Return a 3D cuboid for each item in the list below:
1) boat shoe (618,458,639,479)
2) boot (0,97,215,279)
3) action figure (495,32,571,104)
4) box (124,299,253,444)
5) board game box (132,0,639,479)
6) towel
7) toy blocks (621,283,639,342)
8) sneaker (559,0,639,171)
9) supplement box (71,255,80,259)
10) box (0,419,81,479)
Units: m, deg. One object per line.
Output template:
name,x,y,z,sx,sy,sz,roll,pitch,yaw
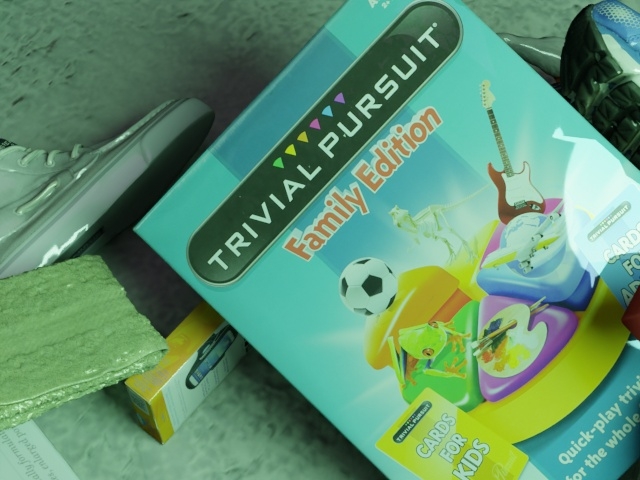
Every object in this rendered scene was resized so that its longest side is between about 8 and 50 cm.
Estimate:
boat shoe,0.202,0.194,0.858,0.046,0.038,0.125,-15,42,42
boot,-0.208,-0.049,0.963,0.123,0.095,0.258,41,69,9
action figure,0.299,-0.057,0.929,0.330,0.178,0.341,-10,59,6
box,-0.082,0.077,0.904,0.028,0.081,0.136,33,65,18
board game box,0.086,0.017,0.822,0.336,0.079,0.254,44,95,2
towel,-0.186,0.066,0.824,0.148,0.027,0.110,-21,57,-34
toy blocks,0.314,0.146,0.732,0.260,0.381,0.191,-6,30,4
sneaker,0.312,-0.072,0.834,0.330,0.130,0.147,30,78,-5
supplement box,-0.191,0.070,0.908,0.083,0.083,0.056,-32,65,-16
box,-0.259,0.186,0.821,0.182,0.119,0.181,-37,66,-18
